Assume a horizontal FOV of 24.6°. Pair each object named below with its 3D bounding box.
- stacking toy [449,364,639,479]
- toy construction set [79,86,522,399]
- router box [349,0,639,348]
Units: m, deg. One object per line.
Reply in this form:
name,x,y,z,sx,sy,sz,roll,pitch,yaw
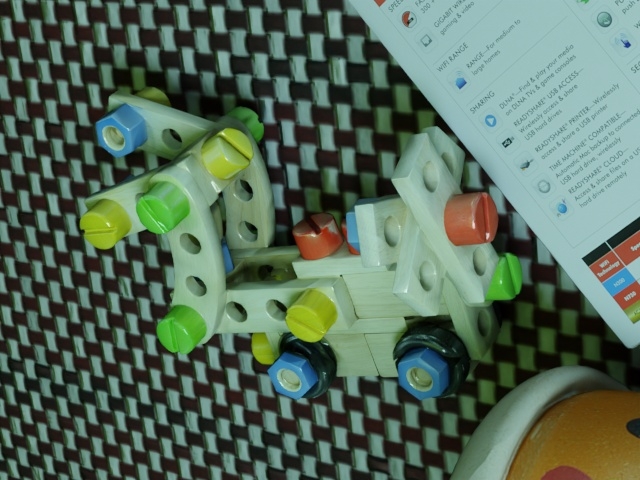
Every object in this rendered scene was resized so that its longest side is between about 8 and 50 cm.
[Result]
stacking toy,0.318,0.210,0.696,0.480,0.350,0.350,-12,104,32
toy construction set,0.000,0.000,0.928,0.327,0.151,0.215,5,124,47
router box,0.198,-0.151,0.761,0.301,0.082,0.335,52,130,3
